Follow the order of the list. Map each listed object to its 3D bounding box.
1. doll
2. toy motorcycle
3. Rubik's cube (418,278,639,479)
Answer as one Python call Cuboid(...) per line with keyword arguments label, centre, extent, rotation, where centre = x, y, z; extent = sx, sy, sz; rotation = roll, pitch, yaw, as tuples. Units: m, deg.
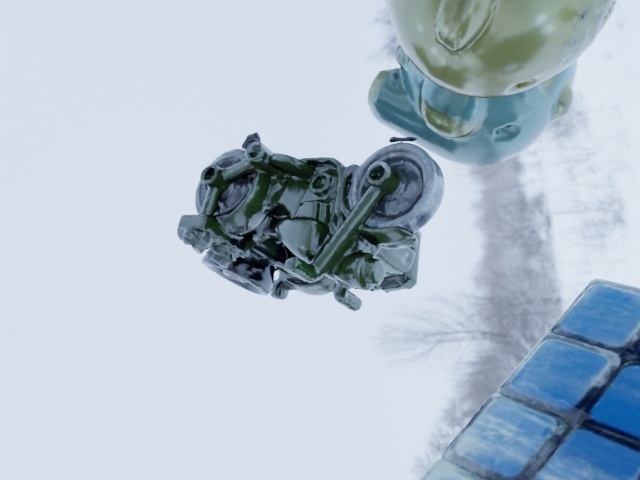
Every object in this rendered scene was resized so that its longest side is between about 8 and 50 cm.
Cuboid(label="doll", centre=(0.128, -0.168, 0.617), extent=(0.177, 0.161, 0.261), rotation=(-56, -14, -12))
Cuboid(label="toy motorcycle", centre=(0.000, 0.000, 0.719), extent=(0.205, 0.275, 0.127), rotation=(37, -115, -48))
Cuboid(label="Rubik's cube", centre=(0.239, 0.214, 0.514), extent=(0.256, 0.259, 0.253), rotation=(-43, -55, -25))
